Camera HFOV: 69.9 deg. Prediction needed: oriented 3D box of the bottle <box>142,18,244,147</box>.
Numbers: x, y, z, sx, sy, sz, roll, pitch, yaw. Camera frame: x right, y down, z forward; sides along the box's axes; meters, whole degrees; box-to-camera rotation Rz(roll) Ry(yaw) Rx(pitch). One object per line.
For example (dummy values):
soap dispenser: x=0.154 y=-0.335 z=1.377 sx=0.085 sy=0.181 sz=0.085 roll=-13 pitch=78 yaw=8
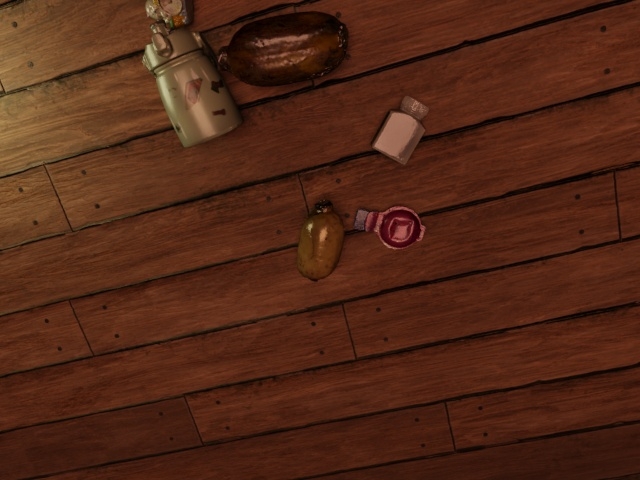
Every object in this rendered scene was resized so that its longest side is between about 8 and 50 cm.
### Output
bottle: x=-0.400 y=-0.481 z=1.392 sx=0.229 sy=0.229 sz=0.352 roll=-22 pitch=110 yaw=9

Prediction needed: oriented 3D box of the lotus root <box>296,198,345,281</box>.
lotus root: x=0.000 y=0.000 z=1.548 sx=0.160 sy=0.146 sz=0.284 roll=21 pitch=114 yaw=36

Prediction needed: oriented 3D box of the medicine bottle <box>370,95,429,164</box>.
medicine bottle: x=0.260 y=-0.355 z=1.461 sx=0.132 sy=0.088 sz=0.189 roll=28 pitch=106 yaw=-5

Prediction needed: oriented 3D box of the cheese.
cheese: x=0.236 y=-0.050 z=1.568 sx=0.244 sy=0.062 sz=0.155 roll=12 pitch=106 yaw=1

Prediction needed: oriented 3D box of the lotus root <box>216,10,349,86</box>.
lotus root: x=-0.111 y=-0.570 z=1.371 sx=0.397 sy=0.179 sz=0.196 roll=-7 pitch=104 yaw=5

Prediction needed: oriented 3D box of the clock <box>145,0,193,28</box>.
clock: x=-0.462 y=-0.737 z=1.362 sx=0.144 sy=0.103 sz=0.231 roll=8 pitch=136 yaw=-1
